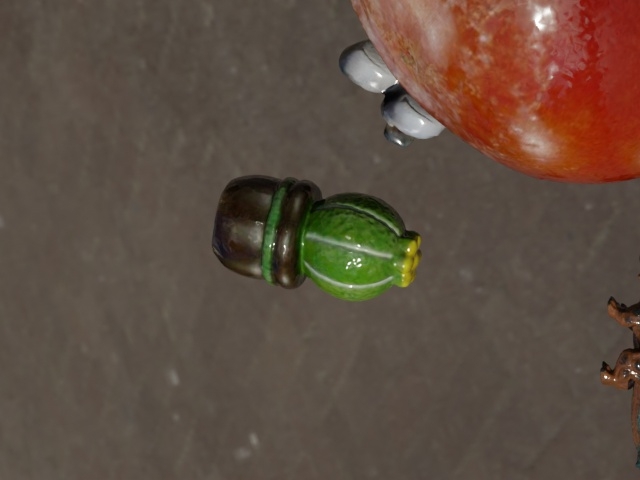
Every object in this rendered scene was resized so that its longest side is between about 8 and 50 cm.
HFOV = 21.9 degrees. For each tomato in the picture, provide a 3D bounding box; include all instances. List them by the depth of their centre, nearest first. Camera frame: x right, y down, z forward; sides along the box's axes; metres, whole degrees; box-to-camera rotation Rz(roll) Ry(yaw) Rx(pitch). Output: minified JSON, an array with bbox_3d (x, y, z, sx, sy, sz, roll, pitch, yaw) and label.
[{"bbox_3d":[0.125,-0.151,0.823,0.233,0.200,0.139,52,164,11],"label":"tomato"}]

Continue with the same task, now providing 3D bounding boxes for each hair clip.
[{"bbox_3d":[0.104,-0.162,1.369,0.146,0.257,0.075,23,142,4],"label":"hair clip"}]

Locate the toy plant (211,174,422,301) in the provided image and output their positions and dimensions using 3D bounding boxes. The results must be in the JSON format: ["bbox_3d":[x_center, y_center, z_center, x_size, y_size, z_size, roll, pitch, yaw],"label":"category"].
[{"bbox_3d":[0.000,0.000,1.322,0.162,0.093,0.092,14,127,11],"label":"toy plant"}]

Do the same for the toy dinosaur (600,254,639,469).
[{"bbox_3d":[0.212,0.077,1.069,0.055,0.049,0.154,0,80,22],"label":"toy dinosaur"}]
